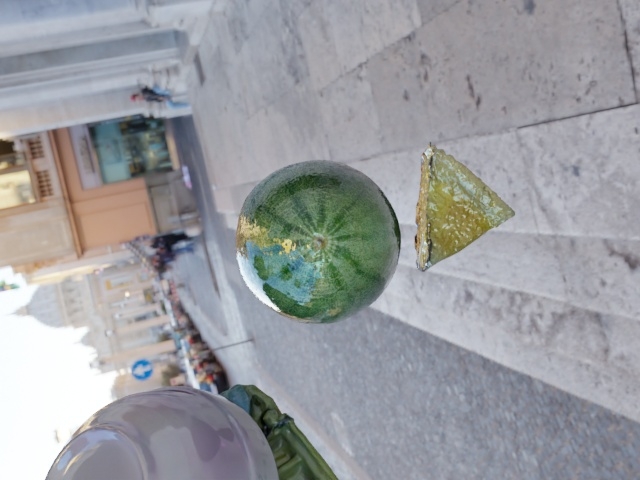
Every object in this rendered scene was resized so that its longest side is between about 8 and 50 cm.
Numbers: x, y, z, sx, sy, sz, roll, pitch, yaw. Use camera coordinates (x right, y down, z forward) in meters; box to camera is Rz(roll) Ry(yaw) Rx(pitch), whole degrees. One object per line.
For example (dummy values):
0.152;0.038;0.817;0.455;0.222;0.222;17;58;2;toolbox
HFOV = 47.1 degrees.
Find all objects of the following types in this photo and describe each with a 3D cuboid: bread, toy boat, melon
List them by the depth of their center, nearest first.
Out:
0.000;0.000;0.821;0.288;0.182;0.182;-17;-86;-81;melon
-0.043;0.296;0.877;0.276;0.111;0.084;43;149;35;toy boat
0.177;-0.038;1.118;0.169;0.160;0.140;43;180;0;bread

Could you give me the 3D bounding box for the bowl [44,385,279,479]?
-0.201;0.293;0.804;0.144;0.287;0.287;36;-153;-52;bowl
